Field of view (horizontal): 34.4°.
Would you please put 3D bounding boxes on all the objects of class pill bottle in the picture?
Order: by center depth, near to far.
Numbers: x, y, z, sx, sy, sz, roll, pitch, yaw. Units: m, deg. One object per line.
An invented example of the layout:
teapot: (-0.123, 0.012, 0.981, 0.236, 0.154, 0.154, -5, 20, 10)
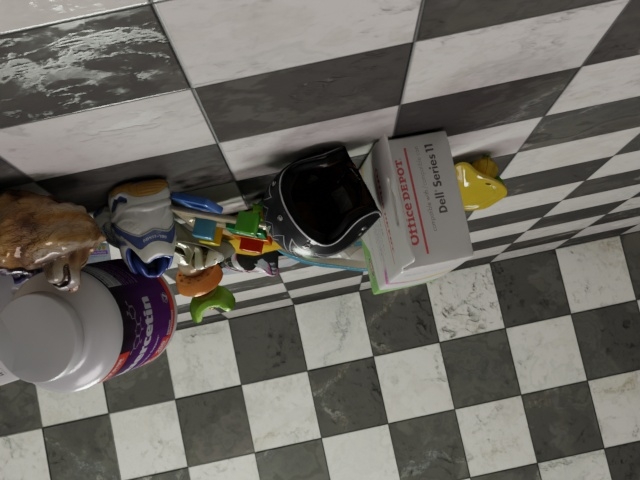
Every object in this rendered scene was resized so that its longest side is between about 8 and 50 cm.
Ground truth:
pill bottle: (-0.351, 0.126, 1.559, 0.181, 0.182, 0.323, -14, 180, 14)

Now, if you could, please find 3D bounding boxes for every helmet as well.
helmet: (-0.005, -0.050, 1.552, 0.161, 0.169, 0.169, -29, 170, 4)

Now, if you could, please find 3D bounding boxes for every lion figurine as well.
lion figurine: (-0.508, 0.005, 1.399, 0.392, 0.142, 0.240, 0, -176, 23)

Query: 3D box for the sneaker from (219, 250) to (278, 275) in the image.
sneaker: (-0.160, 0.041, 2.303, 0.077, 0.072, 0.178, -3, 169, 30)

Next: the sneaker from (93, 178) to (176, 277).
sneaker: (-0.284, 0.001, 1.597, 0.111, 0.131, 0.296, -12, 173, -14)

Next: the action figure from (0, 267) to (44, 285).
action figure: (-0.530, 0.035, 1.615, 0.185, 0.099, 0.285, -9, 171, 36)

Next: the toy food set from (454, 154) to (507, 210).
toy food set: (0.260, -0.110, 1.890, 0.128, 0.071, 0.218, 15, 162, -15)

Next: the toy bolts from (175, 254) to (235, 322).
toy bolts: (-0.323, 0.079, 2.221, 0.228, 0.158, 0.218, -22, -148, 0)

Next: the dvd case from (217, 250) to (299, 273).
dvd case: (-0.139, 0.048, 2.475, 0.253, 0.022, 0.180, -7, 170, -31)

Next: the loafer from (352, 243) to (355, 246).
loafer: (0.000, 0.000, 1.934, 0.148, 0.050, 0.056, -12, 171, 6)

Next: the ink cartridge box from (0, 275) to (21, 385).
ink cartridge box: (-0.604, 0.152, 1.814, 0.278, 0.201, 0.117, -20, -156, 43)

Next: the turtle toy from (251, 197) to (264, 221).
turtle toy: (-0.060, -0.039, 1.800, 0.130, 0.066, 0.095, 26, 160, -14)

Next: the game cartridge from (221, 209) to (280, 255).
game cartridge: (-0.046, -0.031, 1.990, 0.323, 0.053, 0.285, -16, 170, 20)

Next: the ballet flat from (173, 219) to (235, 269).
ballet flat: (-0.228, 0.019, 1.834, 0.072, 0.068, 0.213, -17, 155, 29)

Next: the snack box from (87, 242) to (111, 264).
snack box: (-0.506, 0.063, 1.888, 0.174, 0.070, 0.207, -3, 169, -45)

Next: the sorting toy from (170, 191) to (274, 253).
sorting toy: (-0.151, -0.013, 1.698, 0.196, 0.047, 0.348, 14, 173, 5)

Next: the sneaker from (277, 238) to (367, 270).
sneaker: (0.015, 0.012, 2.261, 0.228, 0.092, 0.087, 7, 175, 5)

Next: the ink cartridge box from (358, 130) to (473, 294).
ink cartridge box: (0.144, -0.043, 1.640, 0.119, 0.207, 0.353, -11, 172, -8)
